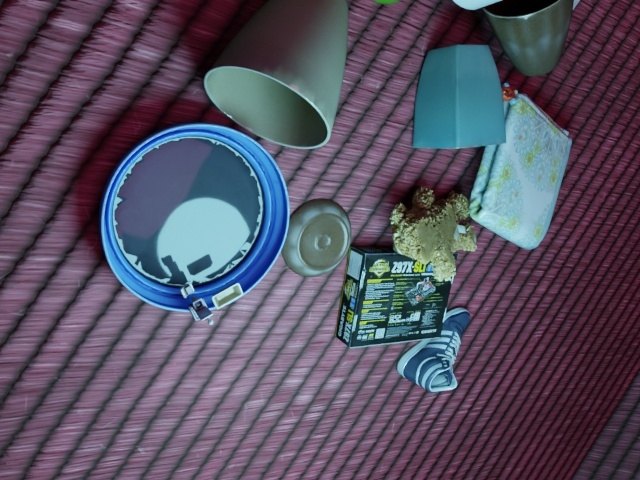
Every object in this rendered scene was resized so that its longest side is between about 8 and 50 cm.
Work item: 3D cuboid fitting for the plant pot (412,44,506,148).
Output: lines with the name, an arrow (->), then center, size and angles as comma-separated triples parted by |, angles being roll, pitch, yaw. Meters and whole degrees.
plant pot -> 0.336, -0.349, 1.340 | 0.165, 0.165, 0.235 | -11, 105, -28

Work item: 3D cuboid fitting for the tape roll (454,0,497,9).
tape roll -> 0.356, -0.675, 1.225 | 0.286, 0.100, 0.287 | 0, 89, -41

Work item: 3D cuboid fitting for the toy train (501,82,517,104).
toy train -> 0.433, -0.414, 1.417 | 0.125, 0.046, 0.166 | -18, 77, -39

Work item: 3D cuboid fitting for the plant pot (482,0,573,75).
plant pot -> 0.535, -0.539, 1.387 | 0.215, 0.215, 0.230 | -48, 138, -9

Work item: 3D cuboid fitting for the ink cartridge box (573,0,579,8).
ink cartridge box -> 0.643, -0.780, 1.435 | 0.261, 0.066, 0.296 | 40, 84, -34

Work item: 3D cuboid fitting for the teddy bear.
teddy bear -> 0.291, -0.025, 1.416 | 0.338, 0.113, 0.245 | -38, 108, -43

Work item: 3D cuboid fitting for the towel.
towel -> 0.560, -0.189, 1.539 | 0.320, 0.090, 0.375 | 21, 85, -38

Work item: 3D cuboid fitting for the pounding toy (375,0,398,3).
pounding toy -> 0.182, -0.632, 1.178 | 0.183, 0.110, 0.237 | 29, 90, -35

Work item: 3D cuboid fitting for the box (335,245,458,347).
box -> 0.208, 0.145, 1.478 | 0.321, 0.079, 0.257 | 0, 105, -31

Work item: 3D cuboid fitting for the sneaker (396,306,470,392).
sneaker -> 0.368, 0.321, 1.586 | 0.282, 0.153, 0.099 | -40, 123, -14

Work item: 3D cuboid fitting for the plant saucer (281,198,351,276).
plant saucer -> 0.000, 0.000, 1.326 | 0.198, 0.036, 0.199 | -11, 113, -28

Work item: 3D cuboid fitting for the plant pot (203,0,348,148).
plant pot -> -0.051, -0.363, 1.066 | 0.256, 0.256, 0.274 | 33, 72, -35

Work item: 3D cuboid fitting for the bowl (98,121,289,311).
bowl -> -0.252, -0.047, 1.131 | 0.390, 0.077, 0.392 | -10, 111, -28

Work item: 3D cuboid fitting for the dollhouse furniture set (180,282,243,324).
dollhouse furniture set -> -0.209, 0.116, 1.116 | 0.114, 0.081, 0.091 | -29, 119, -20
